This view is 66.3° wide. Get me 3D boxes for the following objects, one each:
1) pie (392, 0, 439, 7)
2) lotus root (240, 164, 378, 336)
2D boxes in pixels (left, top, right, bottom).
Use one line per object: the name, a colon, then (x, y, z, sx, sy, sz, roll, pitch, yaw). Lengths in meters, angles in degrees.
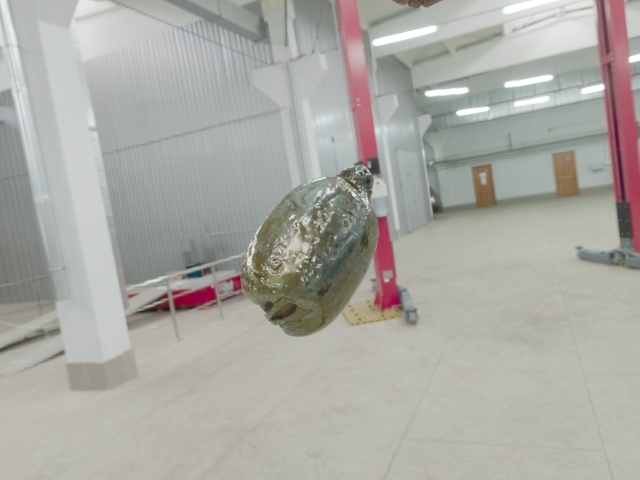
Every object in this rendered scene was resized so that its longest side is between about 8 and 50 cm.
pie: (0.176, -0.434, 0.701, 0.205, 0.054, 0.218, -8, -30, -46)
lotus root: (0.000, 0.000, 0.480, 0.192, 0.113, 0.088, -57, 19, -25)
